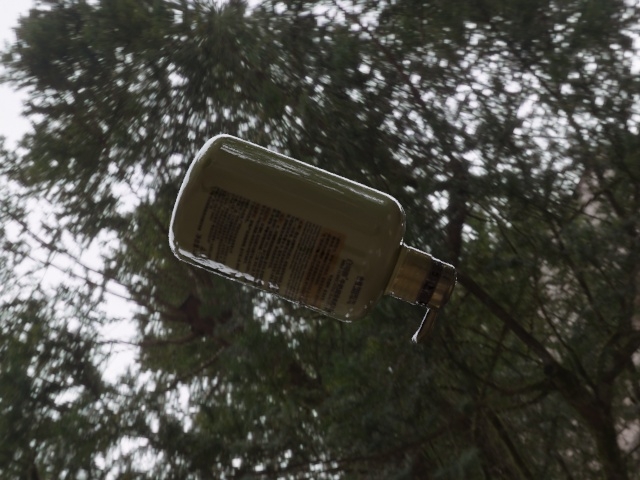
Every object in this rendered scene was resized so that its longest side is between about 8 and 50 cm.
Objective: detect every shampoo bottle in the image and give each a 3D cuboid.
[{"bbox_3d":[0.000,0.000,0.515,0.162,0.079,0.079,20,-79,2],"label":"shampoo bottle"}]
